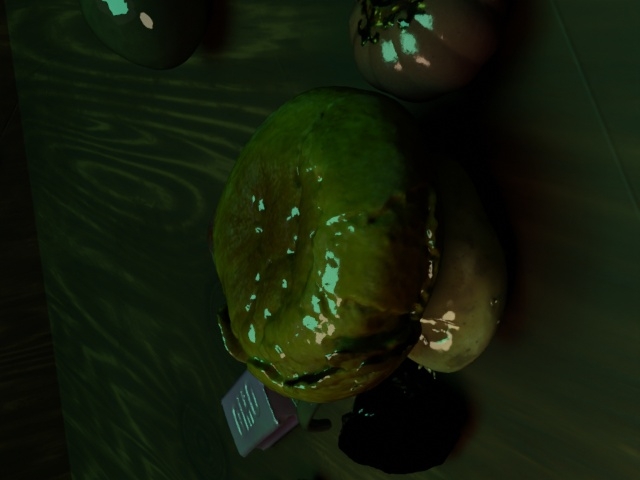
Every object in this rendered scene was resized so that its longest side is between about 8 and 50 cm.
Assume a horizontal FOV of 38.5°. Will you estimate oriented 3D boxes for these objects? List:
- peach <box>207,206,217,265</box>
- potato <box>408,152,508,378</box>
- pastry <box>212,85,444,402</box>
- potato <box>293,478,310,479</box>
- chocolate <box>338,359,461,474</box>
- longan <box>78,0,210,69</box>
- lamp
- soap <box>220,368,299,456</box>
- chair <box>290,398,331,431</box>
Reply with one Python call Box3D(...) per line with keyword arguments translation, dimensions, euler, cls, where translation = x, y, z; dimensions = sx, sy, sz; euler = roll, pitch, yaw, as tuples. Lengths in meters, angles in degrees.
Box3D(translation=(-0.096, -0.017, 1.392), dimensions=(0.152, 0.152, 0.152), euler=(29, 125, 53), cls="peach")
Box3D(translation=(0.134, 0.028, 1.029), dimensions=(0.161, 0.128, 0.234), euler=(-35, 65, 42), cls="potato")
Box3D(translation=(0.000, 0.000, 0.980), dimensions=(0.356, 0.164, 0.355), euler=(-24, 63, 61), cls="pastry")
Box3D(translation=(-0.021, 0.467, 1.463), dimensions=(0.109, 0.118, 0.178), euler=(-32, 53, 23), cls="potato")
Box3D(translation=(0.094, 0.204, 1.168), dimensions=(0.156, 0.156, 0.133), euler=(112, 165, -45), cls="chocolate")
Box3D(translation=(-0.287, -0.400, 1.506), dimensions=(0.248, 0.248, 0.248), euler=(29, 125, 53), cls="longan")
Box3D(translation=(0.102, -0.233, 0.937), dimensions=(0.182, 0.140, 0.182), euler=(-19, 64, 44), cls="lamp")
Box3D(translation=(-0.101, 0.285, 1.576), dimensions=(0.122, 0.066, 0.203), euler=(67, 149, 20), cls="soap")
Box3D(translation=(0.007, 0.101, 1.218), dimensions=(0.272, 0.166, 0.188), euler=(65, 148, 31), cls="chair")
